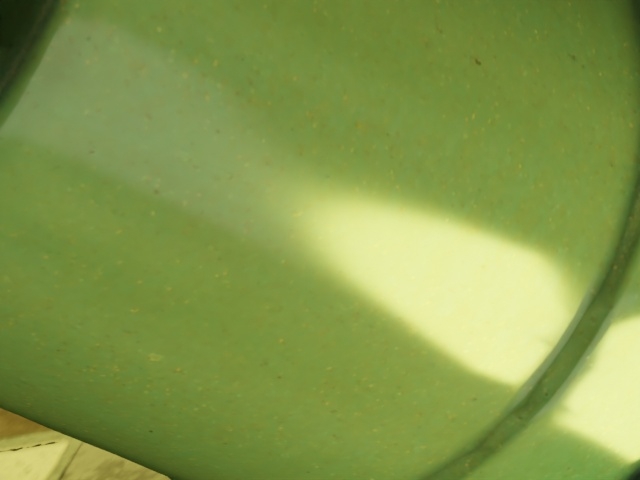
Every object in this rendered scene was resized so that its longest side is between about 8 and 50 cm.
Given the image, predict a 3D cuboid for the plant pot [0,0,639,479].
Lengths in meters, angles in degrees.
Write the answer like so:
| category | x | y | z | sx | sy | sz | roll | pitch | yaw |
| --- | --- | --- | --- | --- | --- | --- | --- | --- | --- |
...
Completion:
| category | x | y | z | sx | sy | sz | roll | pitch | yaw |
| --- | --- | --- | --- | --- | --- | --- | --- | --- | --- |
| plant pot | -0.045 | -0.055 | 0.626 | 0.334 | 0.341 | 0.341 | 25 | 108 | -44 |
